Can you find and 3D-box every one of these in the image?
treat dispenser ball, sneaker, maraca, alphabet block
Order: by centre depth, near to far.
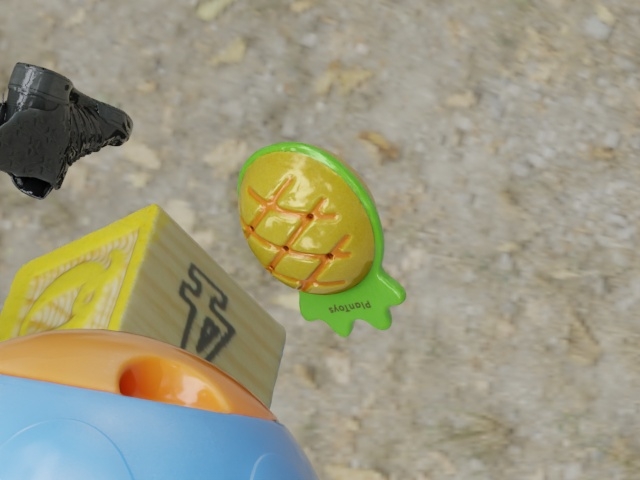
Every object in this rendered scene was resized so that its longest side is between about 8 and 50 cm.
[{"bbox_3d":[-0.129,0.190,0.934,0.288,0.288,0.288,-4,82,34],"label":"treat dispenser ball"},{"bbox_3d":[-0.194,-0.069,1.237,0.051,0.170,0.089,12,81,23],"label":"sneaker"},{"bbox_3d":[0.000,0.000,1.446,0.127,0.099,0.185,-11,115,38],"label":"maraca"},{"bbox_3d":[-0.173,0.119,1.592,0.192,0.197,0.193,-25,35,31],"label":"alphabet block"}]
